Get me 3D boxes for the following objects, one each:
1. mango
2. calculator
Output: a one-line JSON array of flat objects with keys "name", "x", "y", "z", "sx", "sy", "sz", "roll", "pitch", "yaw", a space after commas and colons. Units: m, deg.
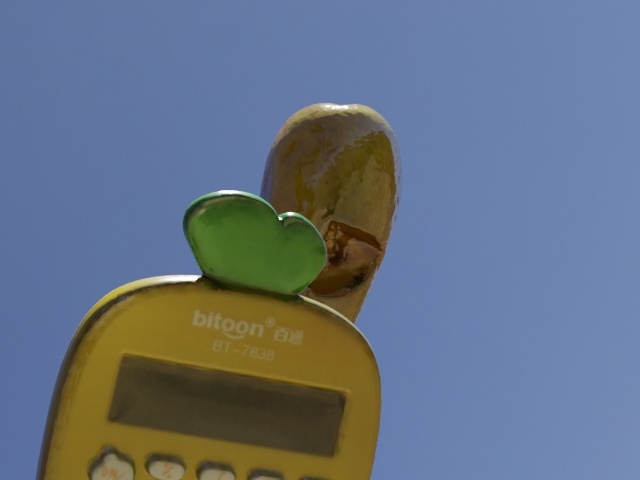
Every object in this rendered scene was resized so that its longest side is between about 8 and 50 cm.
[{"name": "mango", "x": 0.000, "y": 0.000, "z": 1.438, "sx": 0.167, "sy": 0.130, "sz": 0.262, "roll": -78, "pitch": 1, "yaw": -73}, {"name": "calculator", "x": -0.048, "y": 0.096, "z": 0.673, "sx": 0.146, "sy": 0.032, "sz": 0.234, "roll": 12, "pitch": -89, "yaw": -19}]
